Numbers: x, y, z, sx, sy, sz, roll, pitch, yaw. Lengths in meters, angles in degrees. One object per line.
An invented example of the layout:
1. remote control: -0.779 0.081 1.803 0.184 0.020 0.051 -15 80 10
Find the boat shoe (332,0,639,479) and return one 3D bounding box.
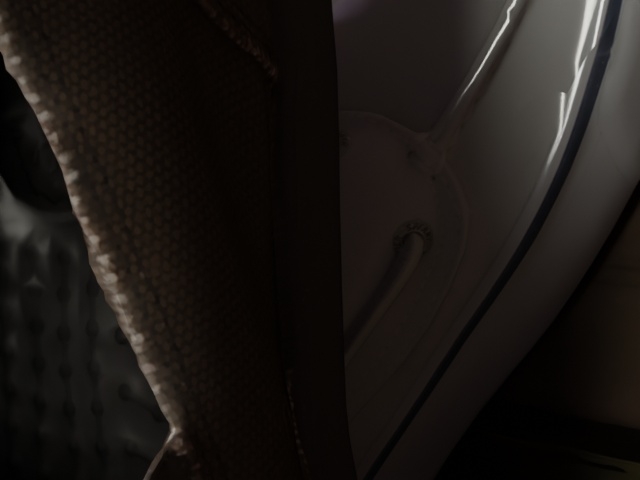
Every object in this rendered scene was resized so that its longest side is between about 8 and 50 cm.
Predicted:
1. boat shoe: 0.000 0.000 0.457 0.095 0.084 0.258 38 107 50

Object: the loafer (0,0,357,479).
1. loafer: -0.059 0.081 0.379 0.134 0.130 0.366 -8 95 26
